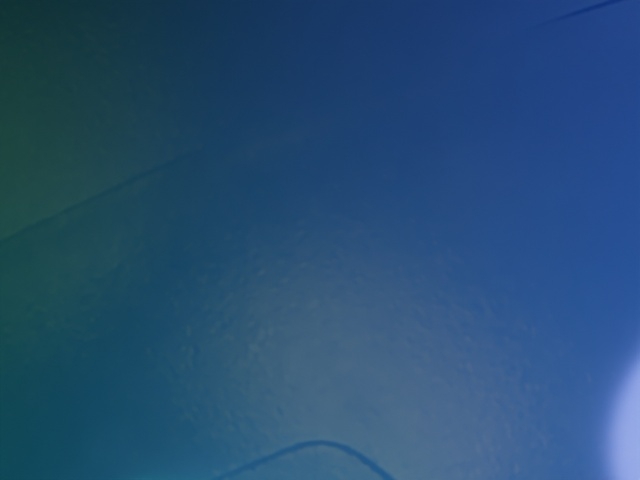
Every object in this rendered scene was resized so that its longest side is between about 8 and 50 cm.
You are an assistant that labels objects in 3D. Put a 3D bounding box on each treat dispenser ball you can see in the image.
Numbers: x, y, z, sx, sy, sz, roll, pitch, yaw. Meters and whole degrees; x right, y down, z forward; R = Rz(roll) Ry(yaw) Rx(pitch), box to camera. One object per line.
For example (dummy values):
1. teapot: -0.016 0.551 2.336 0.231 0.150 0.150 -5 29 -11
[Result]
1. treat dispenser ball: 0.000 0.000 0.450 0.288 0.288 0.288 12 157 5
